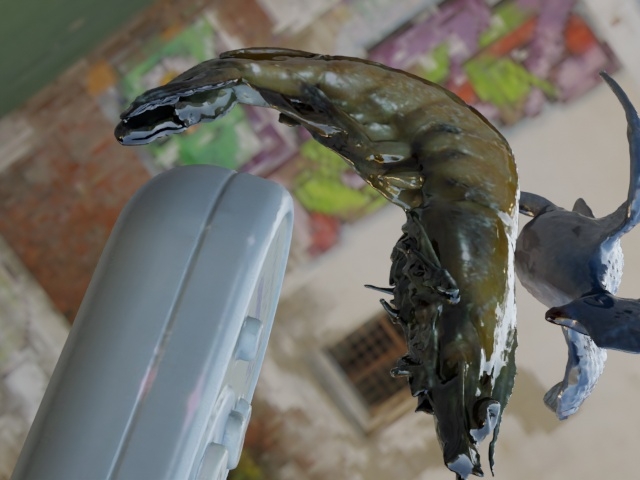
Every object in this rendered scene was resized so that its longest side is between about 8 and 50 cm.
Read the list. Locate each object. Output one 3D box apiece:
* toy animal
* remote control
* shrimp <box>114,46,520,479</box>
[{"bbox_3d":[0.170,0.023,1.169,0.255,0.176,0.239,-28,137,-60],"label":"toy animal"},{"bbox_3d":[-0.055,0.088,0.381,0.087,0.047,0.244,104,3,-57],"label":"remote control"},{"bbox_3d":[0.000,0.000,0.812,0.262,0.198,0.051,-89,-165,-45],"label":"shrimp"}]
